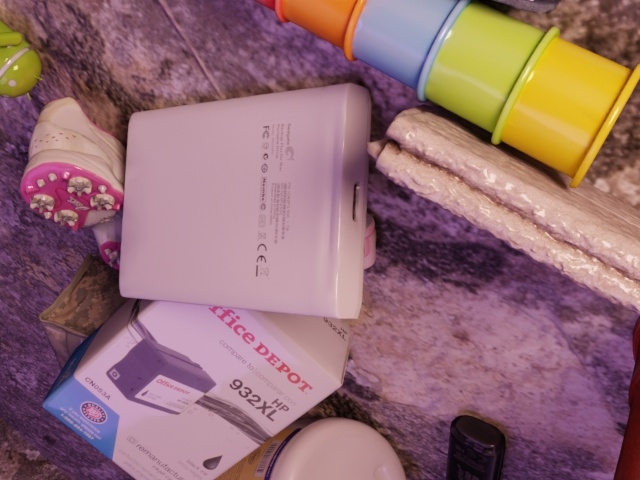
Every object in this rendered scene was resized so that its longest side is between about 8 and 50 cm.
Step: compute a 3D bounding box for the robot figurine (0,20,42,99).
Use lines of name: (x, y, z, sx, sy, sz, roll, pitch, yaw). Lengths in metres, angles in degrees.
robot figurine: (-0.366, -0.209, 0.937, 0.115, 0.067, 0.101, 42, 141, -10)

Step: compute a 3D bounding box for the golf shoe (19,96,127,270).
golf shoe: (-0.242, -0.057, 1.005, 0.115, 0.140, 0.306, -17, 151, 9)

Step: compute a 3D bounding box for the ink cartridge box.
ink cartridge box: (-0.148, 0.153, 1.018, 0.307, 0.129, 0.223, -40, 105, 23)

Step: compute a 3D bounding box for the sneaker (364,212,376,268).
sneaker: (0.000, 0.000, 0.890, 0.134, 0.051, 0.070, 10, 135, 28)

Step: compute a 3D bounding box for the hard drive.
hard drive: (-0.086, -0.036, 0.813, 0.307, 0.203, 0.040, 1, 177, 42)

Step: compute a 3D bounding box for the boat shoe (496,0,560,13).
boat shoe: (0.086, -0.212, 0.522, 0.183, 0.065, 0.083, 31, 146, 5)

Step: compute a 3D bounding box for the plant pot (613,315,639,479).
plant pot: (0.345, 0.212, 0.651, 0.272, 0.265, 0.272, 24, 147, 17)

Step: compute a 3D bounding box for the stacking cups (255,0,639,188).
stacking cups: (0.063, -0.146, 0.604, 0.316, 0.096, 0.096, 27, 147, 13)

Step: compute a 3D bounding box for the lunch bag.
lunch bag: (-0.239, 0.180, 1.243, 0.287, 0.169, 0.235, 16, 140, 14)

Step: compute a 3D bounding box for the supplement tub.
supplement tub: (-0.052, 0.398, 1.279, 0.241, 0.241, 0.331, 46, 146, -17)

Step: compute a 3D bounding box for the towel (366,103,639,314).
towel: (0.174, -0.016, 0.601, 0.282, 0.187, 0.049, 30, 110, 9)

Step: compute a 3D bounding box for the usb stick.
usb stick: (0.206, 0.322, 1.129, 0.077, 0.045, 0.278, 27, 148, 26)
